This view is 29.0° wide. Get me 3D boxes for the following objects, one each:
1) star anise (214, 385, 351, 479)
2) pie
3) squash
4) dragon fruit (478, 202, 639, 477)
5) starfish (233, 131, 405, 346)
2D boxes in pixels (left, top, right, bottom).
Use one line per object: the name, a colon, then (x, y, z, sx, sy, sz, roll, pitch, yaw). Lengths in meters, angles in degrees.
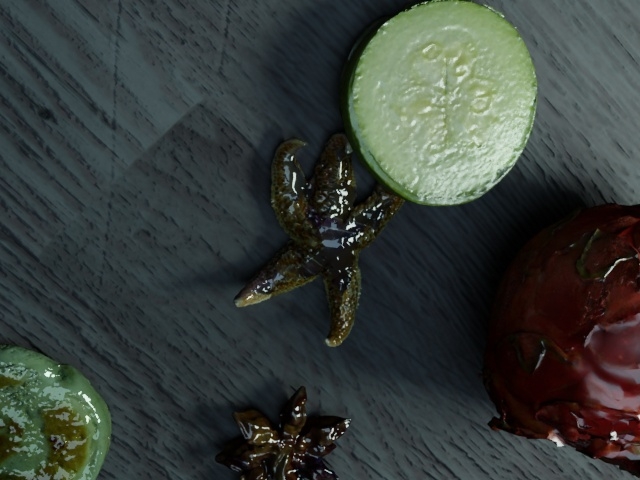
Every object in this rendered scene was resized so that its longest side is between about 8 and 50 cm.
star anise: (-0.043, 0.244, 1.449, 0.167, 0.057, 0.168, -2, 102, -8)
pie: (-0.356, 0.223, 1.383, 0.240, 0.054, 0.241, -3, 110, -8)
squash: (0.129, -0.145, 1.301, 0.219, 0.041, 0.219, -2, 98, -16)
dragon fruit: (0.318, 0.111, 1.338, 0.295, 0.295, 0.302, 19, 104, -17)
starfish: (0.000, 0.000, 1.355, 0.216, 0.071, 0.238, -14, 102, 1)
